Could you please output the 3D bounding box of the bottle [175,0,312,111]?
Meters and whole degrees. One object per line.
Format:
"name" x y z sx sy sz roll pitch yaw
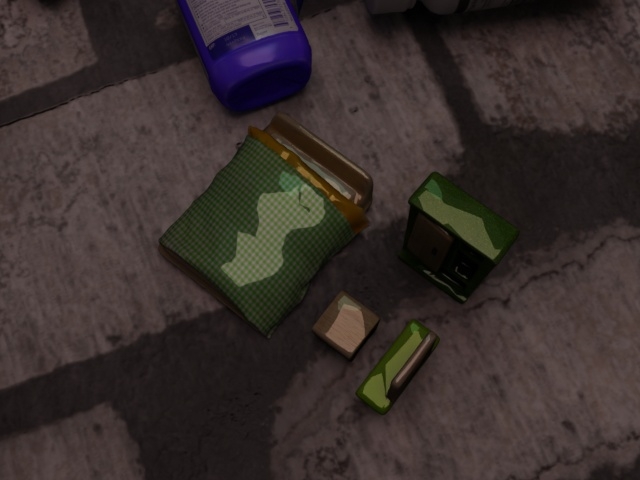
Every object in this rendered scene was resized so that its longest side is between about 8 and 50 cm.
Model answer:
"bottle" -0.108 -0.285 0.967 0.118 0.092 0.282 -22 73 -8

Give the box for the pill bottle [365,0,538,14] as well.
"pill bottle" 0.186 -0.337 0.950 0.284 0.161 0.161 -9 72 -3

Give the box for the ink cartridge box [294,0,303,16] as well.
"ink cartridge box" 0.006 -0.383 0.942 0.045 0.206 0.208 11 73 8

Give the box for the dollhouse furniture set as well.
"dollhouse furniture set" 0.000 0.000 0.841 0.302 0.151 0.197 37 75 11
